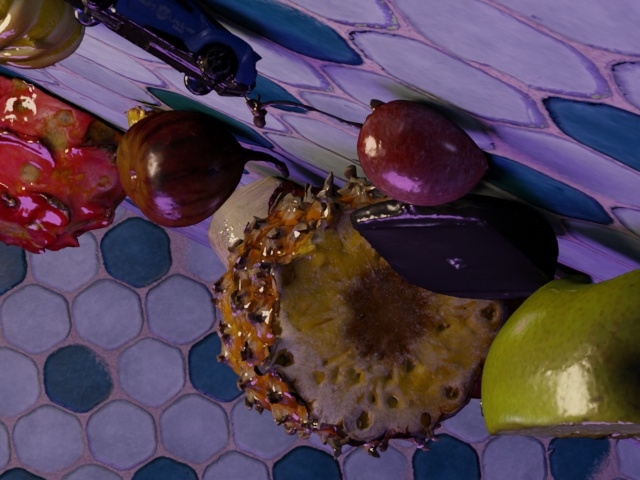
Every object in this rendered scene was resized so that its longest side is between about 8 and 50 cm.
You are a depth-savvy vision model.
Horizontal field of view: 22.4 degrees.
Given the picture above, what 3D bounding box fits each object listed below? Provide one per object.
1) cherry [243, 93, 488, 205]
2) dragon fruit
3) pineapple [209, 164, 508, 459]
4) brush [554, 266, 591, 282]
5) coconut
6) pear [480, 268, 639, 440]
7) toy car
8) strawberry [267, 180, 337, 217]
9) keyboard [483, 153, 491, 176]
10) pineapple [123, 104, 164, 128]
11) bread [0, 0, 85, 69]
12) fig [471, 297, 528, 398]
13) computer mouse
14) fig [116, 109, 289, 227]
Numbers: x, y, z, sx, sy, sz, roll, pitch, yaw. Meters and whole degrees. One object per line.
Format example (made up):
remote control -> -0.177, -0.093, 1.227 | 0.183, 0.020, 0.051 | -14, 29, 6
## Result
cherry -> 0.046, -0.092, 1.473 | 0.225, 0.090, 0.107 | 19, -174, 19
dragon fruit -> -0.485, -0.120, 2.636 | 0.386, 0.249, 0.371 | 23, 169, -7
pineapple -> 0.036, 0.082, 1.958 | 0.352, 0.352, 0.300 | 27, 177, -20
brush -> 0.325, 0.082, 2.085 | 0.054, 0.048, 0.282 | 20, 171, 16
coconut -> -0.070, -0.014, 2.305 | 0.161, 0.162, 0.161 | 51, 167, 17
pear -> 0.326, 0.109, 1.607 | 0.286, 0.176, 0.282 | 3, 171, -11
toy car -> -0.149, -0.199, 1.466 | 0.216, 0.063, 0.103 | 32, 172, -10
strawberry -> -0.012, 0.010, 2.191 | 0.228, 0.174, 0.098 | 28, -178, -35
keyboard -> 0.110, -0.081, 1.666 | 0.106, 0.016, 0.262 | 25, 174, -3
pineapple -> -0.204, -0.133, 2.189 | 0.114, 0.077, 0.114 | 12, -171, -47
bread -> -0.353, -0.245, 1.684 | 0.213, 0.105, 0.213 | 27, 172, 4
fig -> 0.194, 0.098, 2.134 | 0.203, 0.186, 0.249 | 42, 174, 26
computer mouse -> 0.150, -0.011, 1.709 | 0.168, 0.087, 0.295 | -1, 162, 25
fig -> -0.162, -0.098, 2.051 | 0.202, 0.148, 0.149 | -18, -164, 11
